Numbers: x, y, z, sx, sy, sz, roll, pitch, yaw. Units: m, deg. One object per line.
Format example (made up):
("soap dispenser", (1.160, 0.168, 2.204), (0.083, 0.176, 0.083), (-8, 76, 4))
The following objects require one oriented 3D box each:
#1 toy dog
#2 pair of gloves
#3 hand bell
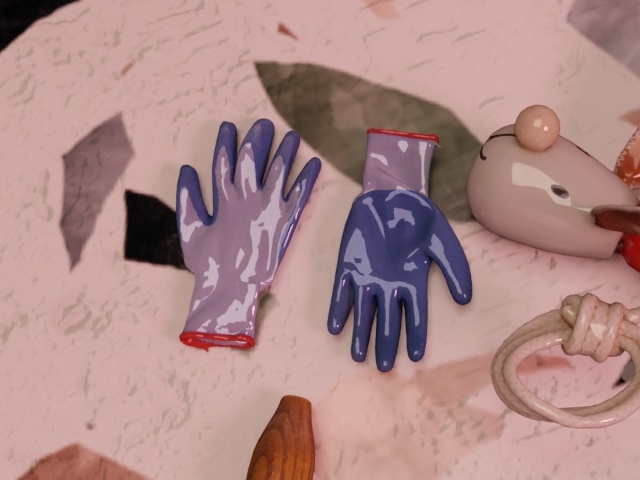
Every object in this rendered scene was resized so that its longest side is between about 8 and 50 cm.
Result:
("toy dog", (0.249, -0.022, 0.673), (0.333, 0.161, 0.220), (1, 43, 4))
("pair of gloves", (0.000, 0.000, 0.791), (0.198, 0.023, 0.159), (5, 77, 10))
("hand bell", (-0.039, 0.205, 0.713), (0.126, 0.126, 0.242), (8, 63, 10))
